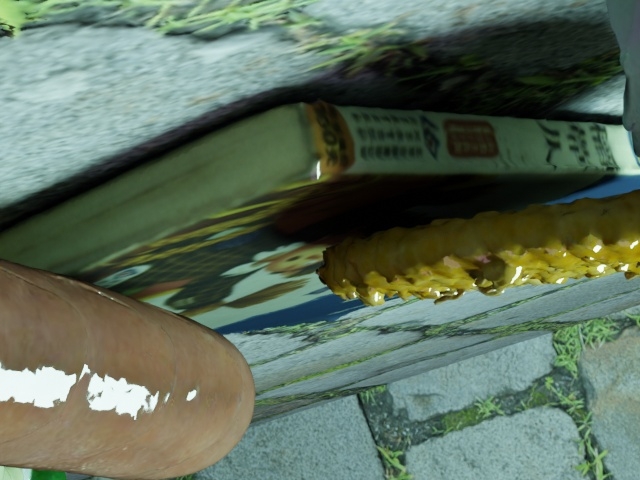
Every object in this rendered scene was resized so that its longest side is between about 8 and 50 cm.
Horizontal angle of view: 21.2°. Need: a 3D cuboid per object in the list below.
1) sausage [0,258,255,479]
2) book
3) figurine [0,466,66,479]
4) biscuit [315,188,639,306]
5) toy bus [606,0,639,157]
[{"bbox_3d":[-0.136,0.044,0.624,0.087,0.088,0.433,-20,163,24],"label":"sausage"},{"bbox_3d":[0.000,0.000,0.880,0.300,0.039,0.428,-22,169,33],"label":"book"},{"bbox_3d":[-0.196,0.096,0.888,0.093,0.147,0.197,-51,-165,15],"label":"figurine"},{"bbox_3d":[0.124,0.000,0.730,0.253,0.035,0.254,-8,178,0],"label":"biscuit"},{"bbox_3d":[0.225,-0.080,0.600,0.138,0.113,0.317,-10,177,43],"label":"toy bus"}]
